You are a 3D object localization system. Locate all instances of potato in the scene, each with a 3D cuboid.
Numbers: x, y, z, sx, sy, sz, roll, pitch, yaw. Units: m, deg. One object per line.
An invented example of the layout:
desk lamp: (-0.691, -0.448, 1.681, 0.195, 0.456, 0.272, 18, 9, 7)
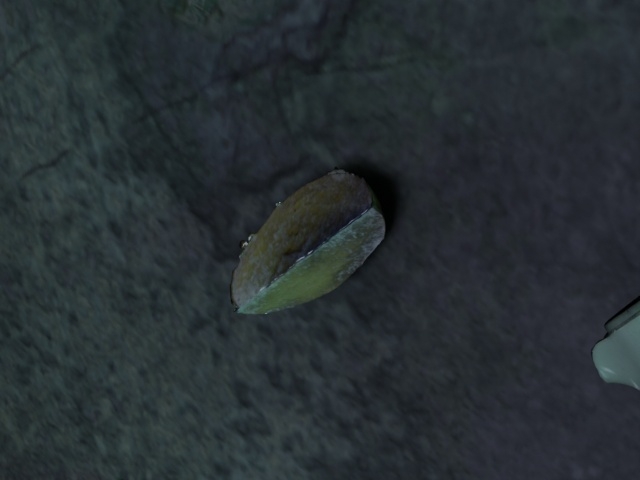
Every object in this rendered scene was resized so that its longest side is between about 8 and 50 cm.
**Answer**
potato: (-0.001, 0.000, 0.695, 0.093, 0.036, 0.037, -38, 48, 30)

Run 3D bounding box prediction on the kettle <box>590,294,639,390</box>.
kettle: (0.181, 0.056, 0.509, 0.148, 0.098, 0.127, 55, 143, 8)
